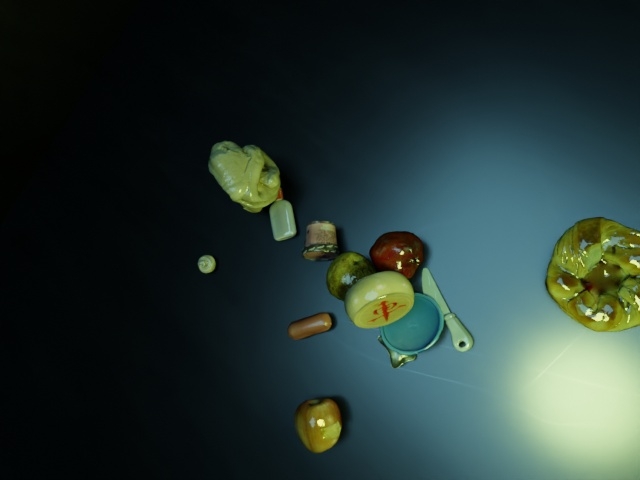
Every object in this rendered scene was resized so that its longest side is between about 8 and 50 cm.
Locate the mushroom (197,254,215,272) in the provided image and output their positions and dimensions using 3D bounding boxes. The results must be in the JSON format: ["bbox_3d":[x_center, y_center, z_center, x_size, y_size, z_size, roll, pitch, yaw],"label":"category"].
[{"bbox_3d":[-0.507,0.105,2.225,0.083,0.067,0.083,-1,85,16],"label":"mushroom"}]

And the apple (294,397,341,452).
[{"bbox_3d":[-0.009,0.691,1.873,0.199,0.199,0.199,-4,81,23],"label":"apple"}]

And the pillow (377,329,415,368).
[{"bbox_3d":[0.280,0.396,1.850,0.091,0.055,0.136,-34,68,22],"label":"pillow"}]

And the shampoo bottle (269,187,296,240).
[{"bbox_3d":[-0.166,-0.115,2.119,0.108,0.051,0.221,-17,77,23],"label":"shampoo bottle"}]

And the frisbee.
[{"bbox_3d":[0.333,0.305,1.824,0.242,0.045,0.242,-17,53,23],"label":"frisbee"}]

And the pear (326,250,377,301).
[{"bbox_3d":[0.122,0.135,1.879,0.197,0.197,0.197,-4,81,23],"label":"pear"}]

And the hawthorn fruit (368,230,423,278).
[{"bbox_3d":[0.272,0.050,1.851,0.202,0.185,0.185,12,87,43],"label":"hawthorn fruit"}]

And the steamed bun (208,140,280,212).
[{"bbox_3d":[-0.306,-0.277,2.049,0.230,0.372,0.325,-44,98,1],"label":"steamed bun"}]

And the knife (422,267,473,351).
[{"bbox_3d":[0.440,0.253,1.817,0.080,0.044,0.331,-40,63,24],"label":"knife"}]

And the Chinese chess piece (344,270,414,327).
[{"bbox_3d":[0.208,0.213,1.766,0.251,0.251,0.097,-32,52,16],"label":"Chinese chess piece"}]

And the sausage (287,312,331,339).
[{"bbox_3d":[-0.045,0.340,1.990,0.194,0.077,0.077,-22,74,19],"label":"sausage"}]

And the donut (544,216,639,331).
[{"bbox_3d":[0.891,0.105,1.571,0.360,0.170,0.360,-3,81,21],"label":"donut"}]

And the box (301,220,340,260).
[{"bbox_3d":[0.000,0.000,1.983,0.151,0.151,0.135,-9,71,22],"label":"box"}]
